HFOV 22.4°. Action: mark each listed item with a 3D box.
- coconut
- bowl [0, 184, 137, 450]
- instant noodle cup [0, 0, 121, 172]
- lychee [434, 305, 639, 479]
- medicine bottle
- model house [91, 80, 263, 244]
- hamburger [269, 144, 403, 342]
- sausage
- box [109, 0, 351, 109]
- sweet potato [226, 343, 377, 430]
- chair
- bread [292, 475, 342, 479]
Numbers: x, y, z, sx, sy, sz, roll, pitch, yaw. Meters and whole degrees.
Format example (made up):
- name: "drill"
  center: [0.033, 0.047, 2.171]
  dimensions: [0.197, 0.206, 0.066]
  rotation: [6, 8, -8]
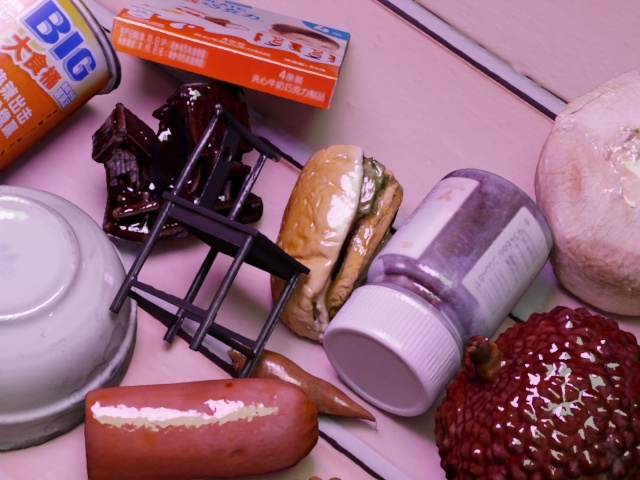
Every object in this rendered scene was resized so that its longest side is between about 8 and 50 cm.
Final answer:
- name: "coconut"
  center: [0.403, -0.065, 1.946]
  dimensions: [0.297, 0.254, 0.297]
  rotation: [4, 58, -6]
- name: "bowl"
  center: [-0.356, 0.061, 1.804]
  dimensions: [0.307, 0.163, 0.307]
  rotation: [4, 57, -6]
- name: "instant noodle cup"
  center: [-0.410, -0.205, 1.886]
  dimensions: [0.296, 0.296, 0.214]
  rotation: [35, 68, 11]
- name: "lychee"
  center: [0.247, 0.199, 1.752]
  dimensions: [0.300, 0.264, 0.264]
  rotation: [50, 57, -24]
- name: "medicine bottle"
  center: [0.137, 0.058, 1.882]
  dimensions: [0.165, 0.165, 0.273]
  rotation: [36, 62, 11]
- name: "model house"
  center: [-0.169, -0.098, 1.910]
  dimensions: [0.203, 0.164, 0.141]
  rotation: [-17, 49, -30]
- name: "hamburger"
  center: [0.000, 0.000, 1.907]
  dimensions: [0.135, 0.155, 0.208]
  rotation: [24, 67, 10]
- name: "sausage"
  center: [-0.131, 0.209, 1.778]
  dimensions: [0.259, 0.113, 0.114]
  rotation: [-2, 61, -11]
- name: "box"
  center: [-0.104, -0.247, 1.998]
  dimensions: [0.273, 0.048, 0.265]
  rotation: [15, 19, -1]
- name: "sweet potato"
  center: [-0.021, 0.172, 1.856]
  dimensions: [0.195, 0.056, 0.056]
  rotation: [26, 59, 0]
- name: "chair"
  center: [-0.100, 0.001, 1.808]
  dimensions: [0.141, 0.154, 0.260]
  rotation: [23, 82, 29]
- name: "bread"
  center: [0.014, 0.355, 1.703]
  dimensions: [0.240, 0.139, 0.240]
  rotation: [5, 62, -10]
